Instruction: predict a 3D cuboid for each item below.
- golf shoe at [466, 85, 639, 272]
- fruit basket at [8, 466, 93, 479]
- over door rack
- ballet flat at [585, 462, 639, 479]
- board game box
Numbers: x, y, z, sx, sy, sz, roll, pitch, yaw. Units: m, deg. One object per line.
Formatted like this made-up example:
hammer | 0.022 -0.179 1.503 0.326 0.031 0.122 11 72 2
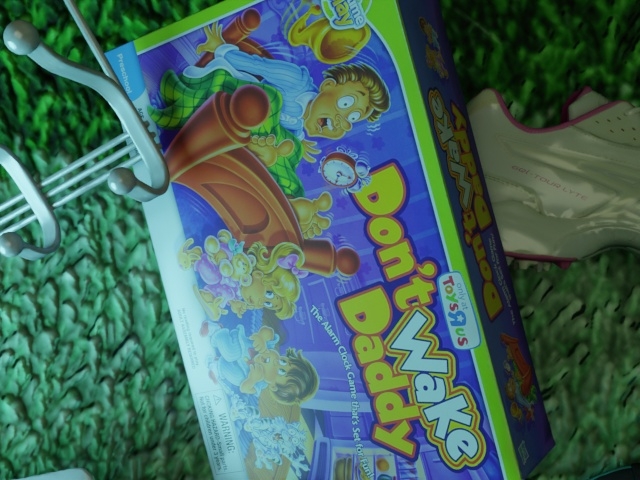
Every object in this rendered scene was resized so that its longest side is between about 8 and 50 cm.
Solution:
golf shoe | 0.236 -0.041 0.673 0.306 0.115 0.140 4 87 2
fruit basket | -0.292 0.351 0.682 0.353 0.165 0.327 -12 90 7
over door rack | -0.275 -0.132 0.665 0.239 0.108 0.324 -24 89 25
ballet flat | 0.229 0.307 0.692 0.096 0.095 0.281 -4 80 13
board game box | 0.000 0.000 0.656 0.233 0.078 0.347 -15 89 29
